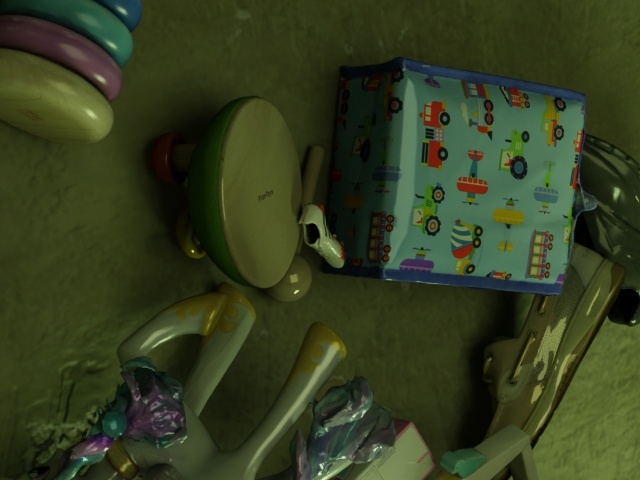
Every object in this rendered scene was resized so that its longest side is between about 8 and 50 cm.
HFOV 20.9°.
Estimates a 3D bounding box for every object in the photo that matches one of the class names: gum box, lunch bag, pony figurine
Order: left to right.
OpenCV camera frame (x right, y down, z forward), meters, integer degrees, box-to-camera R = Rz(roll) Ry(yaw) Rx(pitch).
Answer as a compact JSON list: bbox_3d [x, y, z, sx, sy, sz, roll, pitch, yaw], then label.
[{"bbox_3d":[-0.105,0.232,1.576,0.351,0.303,0.363,40,64,17],"label":"pony figurine"},{"bbox_3d":[0.014,0.260,1.764,0.188,0.107,0.062,-43,116,-27],"label":"gum box"},{"bbox_3d":[0.168,-0.059,1.811,0.293,0.138,0.221,6,89,-26],"label":"lunch bag"}]

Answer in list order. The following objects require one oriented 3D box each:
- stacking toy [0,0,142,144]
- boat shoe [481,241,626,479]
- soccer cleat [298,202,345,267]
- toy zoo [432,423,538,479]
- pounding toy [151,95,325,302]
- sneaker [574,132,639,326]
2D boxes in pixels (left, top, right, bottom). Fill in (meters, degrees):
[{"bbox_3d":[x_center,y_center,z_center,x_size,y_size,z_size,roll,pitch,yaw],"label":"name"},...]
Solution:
[{"bbox_3d":[-0.199,-0.259,1.562,0.141,0.141,0.330,31,71,-34],"label":"stacking toy"},{"bbox_3d":[0.229,0.142,1.926,0.302,0.098,0.109,-62,169,1],"label":"boat shoe"},{"bbox_3d":[0.000,0.000,1.727,0.035,0.029,0.083,-59,138,-40],"label":"soccer cleat"},{"bbox_3d":[0.161,0.322,1.848,0.192,0.030,0.293,-38,135,-21],"label":"toy zoo"},{"bbox_3d":[-0.092,-0.039,1.687,0.237,0.110,0.183,31,60,-64],"label":"pounding toy"},{"bbox_3d":[0.323,-0.013,1.981,0.130,0.109,0.286,-50,118,-16],"label":"sneaker"}]
